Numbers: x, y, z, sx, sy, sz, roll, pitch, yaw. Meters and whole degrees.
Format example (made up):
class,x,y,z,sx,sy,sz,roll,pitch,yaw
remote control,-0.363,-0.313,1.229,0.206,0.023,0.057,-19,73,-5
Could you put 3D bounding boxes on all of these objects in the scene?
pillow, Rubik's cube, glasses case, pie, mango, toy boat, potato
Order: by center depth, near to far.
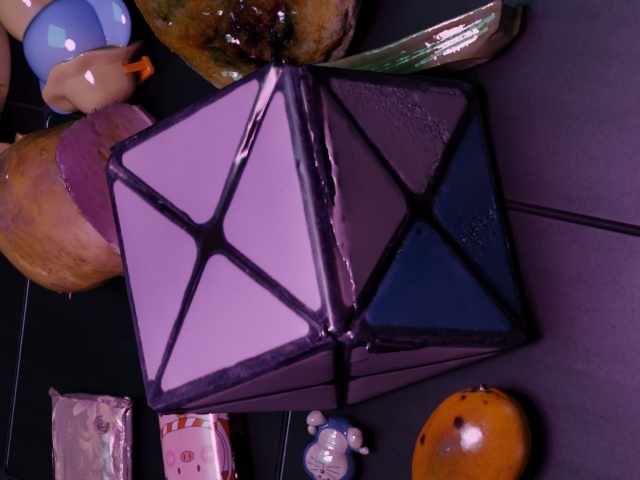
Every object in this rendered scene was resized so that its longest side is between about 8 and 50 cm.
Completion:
class,x,y,z,sx,sy,sz,roll,pitch,yaw
Rubik's cube,0.000,0.000,1.802,0.310,0.305,0.307,-23,72,42
mango,0.150,0.230,1.802,0.115,0.090,0.178,40,123,27
toy boat,0.079,-0.190,1.852,0.293,0.093,0.055,-13,82,32
pie,-0.091,-0.290,1.961,0.323,0.070,0.323,20,127,28
glasses case,-0.137,0.255,2.072,0.103,0.067,0.267,-16,78,42
potato,-0.315,-0.038,2.149,0.266,0.229,0.229,-27,72,40
pillow,-0.281,0.313,2.209,0.169,0.059,0.255,-3,86,42

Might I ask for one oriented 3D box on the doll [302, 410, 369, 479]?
class,x,y,z,sx,sy,sz,roll,pitch,yaw
doll,0.018,0.235,1.945,0.076,0.050,0.083,21,103,22

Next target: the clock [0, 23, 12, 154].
class,x,y,z,sx,sy,sz,roll,pitch,yaw
clock,-0.538,-0.233,2.407,0.286,0.117,0.348,-5,85,42

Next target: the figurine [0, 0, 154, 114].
class,x,y,z,sx,sy,sz,roll,pitch,yaw
figurine,-0.311,-0.278,2.177,0.180,0.154,0.262,-23,88,15
